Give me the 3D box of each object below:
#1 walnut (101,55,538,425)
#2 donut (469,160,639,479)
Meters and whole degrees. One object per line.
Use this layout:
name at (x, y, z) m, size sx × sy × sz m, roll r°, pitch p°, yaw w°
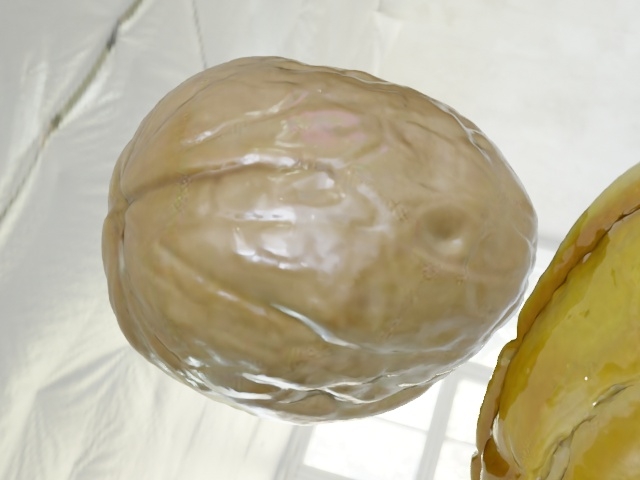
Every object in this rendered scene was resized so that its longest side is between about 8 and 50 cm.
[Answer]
walnut at (0.000, 0.002, 0.745) m, size 0.277 × 0.313 × 0.252 m, roll -58°, pitch 31°, yaw 36°
donut at (0.280, 0.146, 0.503) m, size 0.198 × 0.449 × 0.448 m, roll -21°, pitch -55°, yaw -60°
